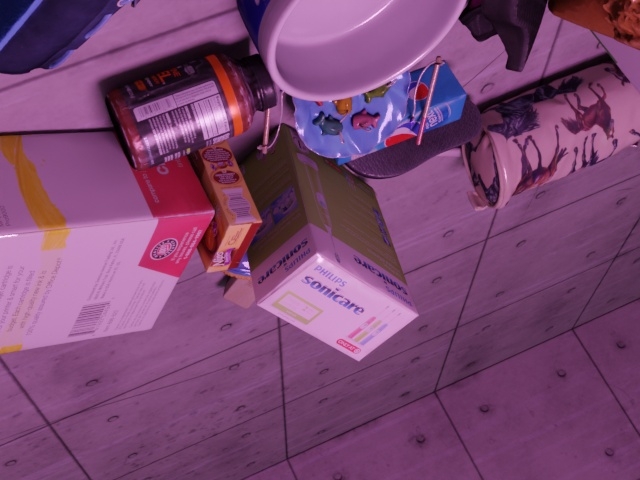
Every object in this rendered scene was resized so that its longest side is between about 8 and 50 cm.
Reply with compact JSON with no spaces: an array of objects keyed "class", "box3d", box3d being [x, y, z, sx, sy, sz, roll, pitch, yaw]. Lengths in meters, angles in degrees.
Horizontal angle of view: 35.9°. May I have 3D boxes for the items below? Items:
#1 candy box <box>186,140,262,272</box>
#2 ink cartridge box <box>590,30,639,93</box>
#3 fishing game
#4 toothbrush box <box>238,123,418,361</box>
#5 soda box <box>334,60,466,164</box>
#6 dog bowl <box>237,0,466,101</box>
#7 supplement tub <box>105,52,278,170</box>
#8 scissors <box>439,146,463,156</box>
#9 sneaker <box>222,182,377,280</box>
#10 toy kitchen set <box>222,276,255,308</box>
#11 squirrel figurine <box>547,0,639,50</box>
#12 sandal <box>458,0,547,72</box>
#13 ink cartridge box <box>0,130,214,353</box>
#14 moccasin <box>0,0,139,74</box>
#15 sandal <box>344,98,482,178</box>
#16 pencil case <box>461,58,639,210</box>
[{"class":"candy box","box3d":[-0.146,-0.065,1.313,0.053,0.186,0.109,-9,150,-31]},{"class":"ink cartridge box","box3d":[0.573,-0.348,1.477,0.289,0.211,0.121,-22,153,-15]},{"class":"fishing game","box3d":[0.048,-0.195,1.355,0.264,0.041,0.189,-2,119,-26]},{"class":"toothbrush box","box3d":[0.000,0.000,1.409,0.122,0.283,0.206,-41,130,21]},{"class":"soda box","box3d":[0.106,-0.190,1.467,0.210,0.071,0.067,-22,154,-13]},{"class":"dog bowl","box3d":[0.039,-0.291,1.169,0.265,0.104,0.265,-22,155,-11]},{"class":"supplement tub","box3d":[-0.155,-0.165,1.213,0.198,0.106,0.106,-22,155,-13]},{"class":"scissors","box3d":[0.293,-0.154,1.783,0.297,0.021,0.109,-16,154,-26]},{"class":"sneaker","box3d":[-0.039,-0.027,1.626,0.296,0.112,0.131,-16,135,-28]},{"class":"toy kitchen set","box3d":[-0.049,0.057,1.798,0.207,0.166,0.122,28,128,-17]},{"class":"squirrel figurine","box3d":[0.438,-0.388,1.093,0.397,0.281,0.370,-32,144,-67]},{"class":"sandal","box3d":[0.232,-0.327,1.243,0.446,0.107,0.167,5,104,-76]},{"class":"ink cartridge box","box3d":[-0.372,0.008,1.255,0.385,0.160,0.279,-8,148,-37]},{"class":"moccasin","box3d":[-0.216,-0.279,0.940,0.342,0.137,0.117,-27,164,34]},{"class":"sandal","box3d":[0.140,-0.155,1.556,0.254,0.097,0.054,-15,179,-24]},{"class":"pencil case","box3d":[0.432,-0.189,1.689,0.410,0.160,0.183,-23,130,-13]}]
